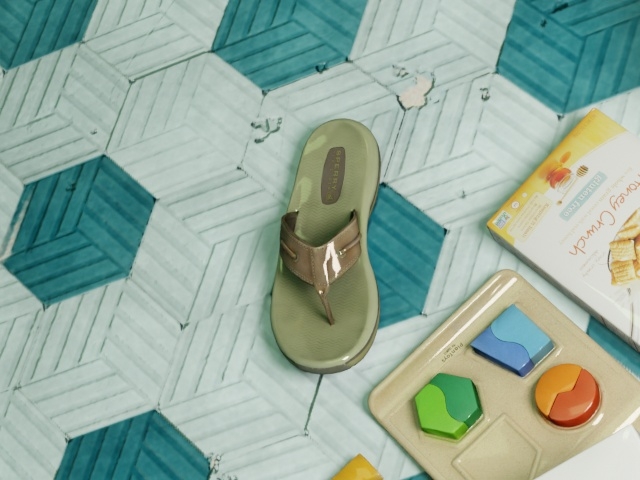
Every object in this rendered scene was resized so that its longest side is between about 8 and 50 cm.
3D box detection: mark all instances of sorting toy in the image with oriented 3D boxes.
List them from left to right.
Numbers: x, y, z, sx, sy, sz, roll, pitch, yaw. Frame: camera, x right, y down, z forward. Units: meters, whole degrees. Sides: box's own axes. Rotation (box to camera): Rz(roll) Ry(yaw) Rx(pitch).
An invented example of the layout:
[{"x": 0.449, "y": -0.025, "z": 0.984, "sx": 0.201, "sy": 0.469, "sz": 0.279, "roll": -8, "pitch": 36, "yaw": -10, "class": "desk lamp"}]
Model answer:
[{"x": 0.153, "y": 0.196, "z": 1.714, "sx": 0.307, "sy": 0.041, "sz": 0.229, "roll": -43, "pitch": 60, "yaw": -4, "class": "sorting toy"}]

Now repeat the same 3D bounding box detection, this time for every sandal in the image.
[{"x": -0.001, "y": -0.001, "z": 1.834, "sx": 0.120, "sy": 0.086, "sz": 0.302, "roll": -6, "pitch": 64, "yaw": 17, "class": "sandal"}]

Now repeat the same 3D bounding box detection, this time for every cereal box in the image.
[{"x": 0.312, "y": -0.004, "z": 1.747, "sx": 0.240, "sy": 0.047, "sz": 0.173, "roll": 39, "pitch": 83, "yaw": 30, "class": "cereal box"}]

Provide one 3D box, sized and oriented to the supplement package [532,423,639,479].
[{"x": 0.230, "y": 0.330, "z": 1.543, "sx": 0.262, "sy": 0.145, "sz": 0.204, "roll": -32, "pitch": 56, "yaw": 12, "class": "supplement package"}]
